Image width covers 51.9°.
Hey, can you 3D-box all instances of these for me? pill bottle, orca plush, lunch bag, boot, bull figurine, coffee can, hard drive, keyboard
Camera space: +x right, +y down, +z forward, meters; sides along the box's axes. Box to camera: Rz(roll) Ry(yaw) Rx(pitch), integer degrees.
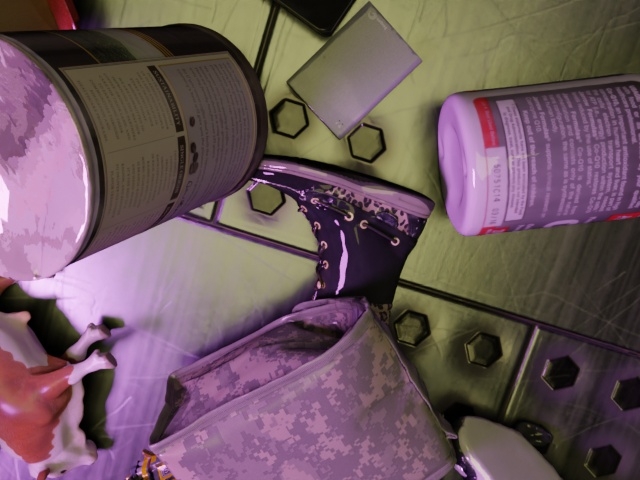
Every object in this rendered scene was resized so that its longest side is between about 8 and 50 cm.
[{"bbox_3d":[0.286,-0.098,0.734,0.283,0.161,0.161,-6,99,0],"label":"pill bottle"},{"bbox_3d":[0.268,0.328,0.861,0.287,0.102,0.151,24,53,-15],"label":"orca plush"},{"bbox_3d":[-0.010,0.214,0.765,0.287,0.169,0.235,-28,110,8],"label":"lunch bag"},{"bbox_3d":[0.001,0.001,0.784,0.236,0.085,0.179,15,102,-2],"label":"boot"},{"bbox_3d":[-0.359,0.147,0.791,0.188,0.101,0.310,-41,100,1],"label":"bull figurine"},{"bbox_3d":[-0.202,-0.102,0.633,0.201,0.275,0.202,8,111,22],"label":"coffee can"},{"bbox_3d":[0.040,-0.200,0.781,0.135,0.022,0.094,-43,97,5],"label":"hard drive"},{"bbox_3d":[-0.036,-0.326,0.757,0.180,0.023,0.108,34,87,-7],"label":"keyboard"}]

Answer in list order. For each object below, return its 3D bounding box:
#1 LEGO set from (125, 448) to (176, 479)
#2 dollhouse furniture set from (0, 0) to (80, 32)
[{"bbox_3d":[-0.194,0.413,0.748,0.192,0.331,0.255,-26,119,5],"label":"LEGO set"},{"bbox_3d":[-0.399,-0.326,0.595,0.152,0.201,0.374,-2,118,27],"label":"dollhouse furniture set"}]
